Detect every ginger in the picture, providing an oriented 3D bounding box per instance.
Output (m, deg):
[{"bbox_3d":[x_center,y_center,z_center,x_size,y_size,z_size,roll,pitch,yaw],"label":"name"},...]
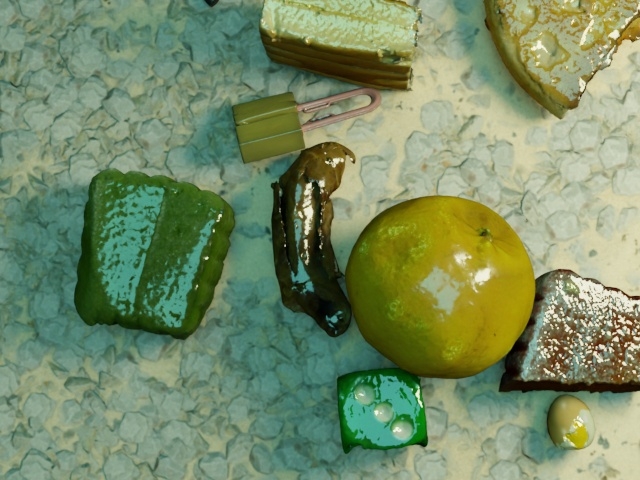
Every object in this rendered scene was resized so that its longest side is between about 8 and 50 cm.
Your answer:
[{"bbox_3d":[-0.014,-0.004,1.689,0.133,0.107,0.309,1,80,6],"label":"ginger"}]

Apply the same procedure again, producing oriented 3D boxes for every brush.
[{"bbox_3d":[-0.018,-0.192,1.717,0.233,0.047,0.103,-14,45,-1],"label":"brush"}]

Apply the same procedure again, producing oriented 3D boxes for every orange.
[{"bbox_3d":[0.176,0.062,1.590,0.279,0.279,0.235,49,130,7],"label":"orange"}]

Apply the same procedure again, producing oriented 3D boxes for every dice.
[{"bbox_3d":[0.091,0.253,1.644,0.128,0.131,0.120,-6,81,3],"label":"dice"}]

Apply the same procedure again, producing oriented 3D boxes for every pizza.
[{"bbox_3d":[0.388,-0.394,1.710,0.277,0.114,0.409,-9,84,3],"label":"pizza"}]

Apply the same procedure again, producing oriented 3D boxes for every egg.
[{"bbox_3d":[0.376,0.273,1.656,0.071,0.071,0.083,-7,82,2],"label":"egg"}]

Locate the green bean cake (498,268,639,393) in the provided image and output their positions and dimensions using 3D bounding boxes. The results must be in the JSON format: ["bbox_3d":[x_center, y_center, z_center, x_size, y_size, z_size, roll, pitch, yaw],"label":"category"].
[{"bbox_3d":[0.401,0.160,1.643,0.232,0.097,0.199,17,82,-6],"label":"green bean cake"}]

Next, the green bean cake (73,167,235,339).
[{"bbox_3d":[-0.262,0.026,1.692,0.222,0.125,0.248,13,82,6],"label":"green bean cake"}]

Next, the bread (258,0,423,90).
[{"bbox_3d":[0.035,-0.310,1.657,0.246,0.239,0.111,14,89,2],"label":"bread"}]

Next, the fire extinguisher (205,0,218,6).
[{"bbox_3d":[-0.201,-0.413,1.787,0.083,0.022,0.028,44,118,7],"label":"fire extinguisher"}]
